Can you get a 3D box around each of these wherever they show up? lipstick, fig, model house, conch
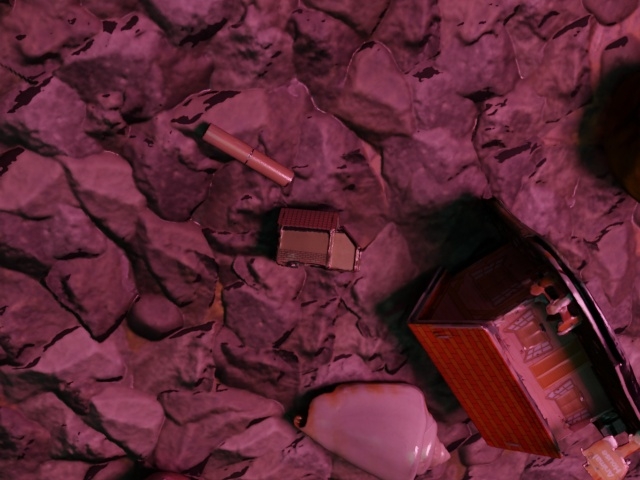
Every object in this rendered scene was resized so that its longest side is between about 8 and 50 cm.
[{"bbox_3d":[-0.069,-0.081,0.656,0.094,0.019,0.019,30,103,-20],"label":"lipstick"},{"bbox_3d":[0.358,-0.095,0.680,0.144,0.154,0.166,-40,144,-10],"label":"fig"},{"bbox_3d":[0.000,0.000,0.686,0.083,0.057,0.058,4,84,8],"label":"model house"},{"bbox_3d":[0.203,0.127,0.688,0.154,0.207,0.294,-33,113,6],"label":"model house"},{"bbox_3d":[0.064,0.212,0.773,0.176,0.094,0.105,24,121,9],"label":"conch"}]

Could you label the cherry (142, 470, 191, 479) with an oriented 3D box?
[{"bbox_3d":[-0.165,0.315,0.754,0.106,0.087,0.127,15,89,-9],"label":"cherry"}]
